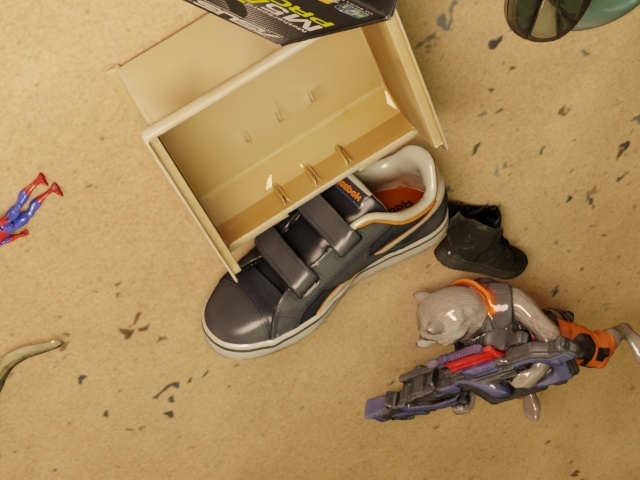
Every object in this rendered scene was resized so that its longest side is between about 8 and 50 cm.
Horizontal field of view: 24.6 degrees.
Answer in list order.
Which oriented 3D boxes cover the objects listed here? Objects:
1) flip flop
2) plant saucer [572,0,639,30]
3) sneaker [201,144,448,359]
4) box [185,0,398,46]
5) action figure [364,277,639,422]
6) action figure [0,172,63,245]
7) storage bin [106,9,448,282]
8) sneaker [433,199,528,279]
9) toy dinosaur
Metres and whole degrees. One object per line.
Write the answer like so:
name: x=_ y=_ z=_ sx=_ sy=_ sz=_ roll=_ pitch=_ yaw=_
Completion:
flip flop: x=0.268 y=-0.333 z=1.492 sx=0.112 sy=0.080 sz=0.277 roll=22 pitch=105 yaw=-20
plant saucer: x=0.321 y=-0.302 z=1.596 sx=0.195 sy=0.037 sz=0.195 roll=-18 pitch=136 yaw=-18
sneaker: x=0.000 y=0.000 z=1.605 sx=0.321 sy=0.126 sz=0.127 roll=-34 pitch=147 yaw=-19
box: x=-0.092 y=-0.245 z=1.184 sx=0.270 sy=0.216 sz=0.060 roll=23 pitch=81 yaw=-25
action figure: x=0.217 y=0.138 z=1.893 sx=0.341 sy=0.179 sz=0.330 roll=-18 pitch=150 yaw=36
action figure: x=-0.307 y=-0.017 z=1.454 sx=0.115 sy=0.030 sz=0.038 roll=-40 pitch=144 yaw=9
storage bin: x=-0.035 y=-0.122 z=1.463 sx=0.262 sy=0.123 sz=0.260 roll=-32 pitch=139 yaw=-4
sneaker: x=0.204 y=-0.003 z=1.793 sx=0.170 sy=0.051 sz=0.089 roll=6 pitch=130 yaw=-34
toy dinosaur: x=-0.395 y=0.194 z=1.577 sx=0.118 sy=0.064 sz=0.268 roll=16 pitch=117 yaw=-50
